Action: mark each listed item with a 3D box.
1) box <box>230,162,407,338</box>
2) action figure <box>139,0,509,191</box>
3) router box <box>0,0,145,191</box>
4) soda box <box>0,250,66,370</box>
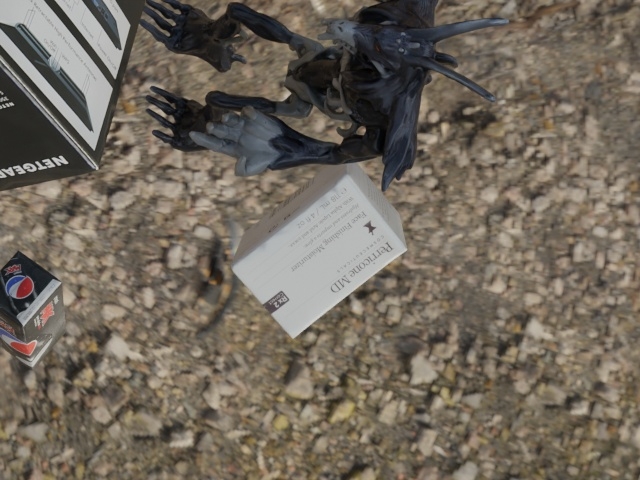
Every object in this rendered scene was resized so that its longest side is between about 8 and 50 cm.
[{"bbox_3d":[0.000,0.000,1.263,0.181,0.182,0.119,-39,100,10],"label":"box"},{"bbox_3d":[-0.022,-0.115,0.662,0.141,0.276,0.164,7,86,-42],"label":"action figure"},{"bbox_3d":[-0.223,-0.120,0.467,0.081,0.309,0.243,55,33,-48],"label":"router box"},{"bbox_3d":[-0.291,0.073,1.007,0.053,0.169,0.060,35,66,3],"label":"soda box"}]
